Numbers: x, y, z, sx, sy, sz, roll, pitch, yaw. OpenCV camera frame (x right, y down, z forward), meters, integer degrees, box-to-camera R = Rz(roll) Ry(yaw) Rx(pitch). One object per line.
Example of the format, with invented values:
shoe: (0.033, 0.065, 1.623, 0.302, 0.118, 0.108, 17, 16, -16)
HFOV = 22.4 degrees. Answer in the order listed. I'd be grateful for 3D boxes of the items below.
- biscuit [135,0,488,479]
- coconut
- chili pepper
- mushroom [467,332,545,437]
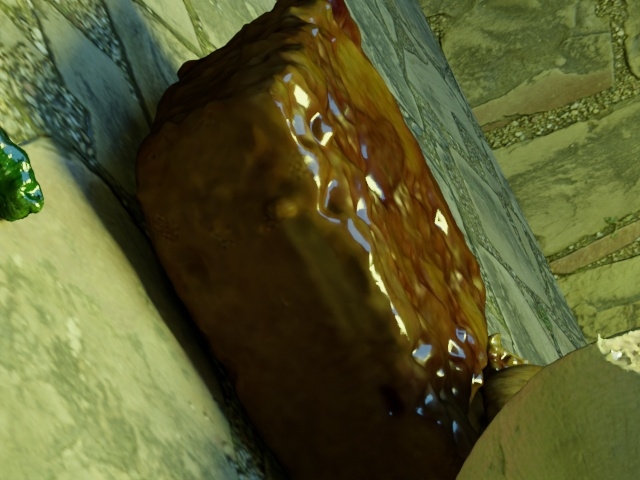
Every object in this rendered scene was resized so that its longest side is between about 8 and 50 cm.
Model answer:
biscuit: (0.000, 0.000, 1.270, 0.342, 0.166, 0.395, 60, 15, -13)
coconut: (0.242, 0.200, 1.075, 0.297, 0.297, 0.309, 62, 17, 5)
chili pepper: (-0.199, -0.060, 0.927, 0.055, 0.035, 0.118, 50, -3, 46)
mushroom: (0.181, 0.218, 1.444, 0.283, 0.195, 0.263, 60, 1, 6)
